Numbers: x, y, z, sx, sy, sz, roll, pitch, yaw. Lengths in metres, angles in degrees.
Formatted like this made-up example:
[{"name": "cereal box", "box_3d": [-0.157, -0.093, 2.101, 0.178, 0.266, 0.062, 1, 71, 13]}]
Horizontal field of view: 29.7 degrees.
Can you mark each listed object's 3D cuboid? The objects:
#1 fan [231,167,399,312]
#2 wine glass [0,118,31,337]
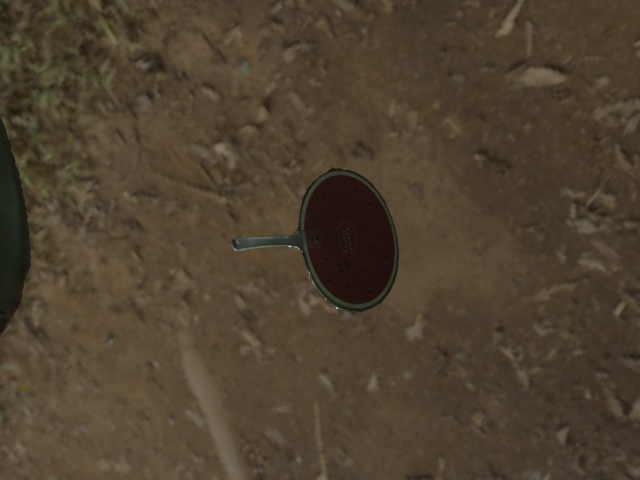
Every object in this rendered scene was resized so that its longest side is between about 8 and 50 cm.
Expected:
[{"name": "fan", "box_3d": [0.000, 0.000, 0.681, 0.005, 0.133, 0.085, -14, 81, 43]}, {"name": "wine glass", "box_3d": [-0.333, -0.001, 0.384, 0.406, 0.267, 0.267, -25, 106, 11]}]
